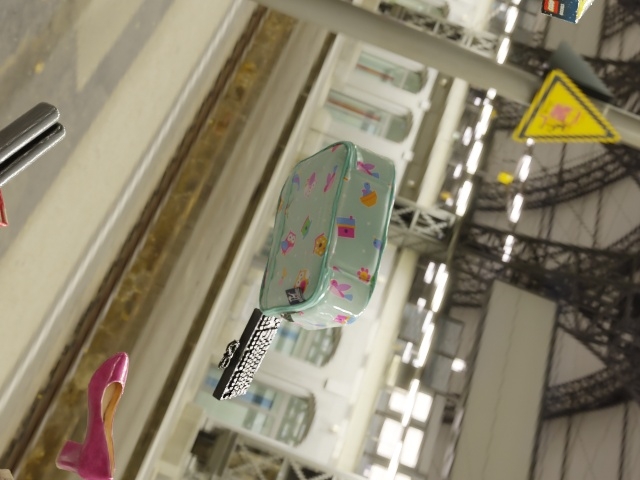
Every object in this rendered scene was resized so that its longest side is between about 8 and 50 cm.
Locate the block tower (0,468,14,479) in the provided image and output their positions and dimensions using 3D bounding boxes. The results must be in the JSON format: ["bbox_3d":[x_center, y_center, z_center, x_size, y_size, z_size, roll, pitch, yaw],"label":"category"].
[{"bbox_3d":[-0.531,0.315,0.997,0.097,0.335,0.091,12,-89,61],"label":"block tower"}]

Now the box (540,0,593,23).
[{"bbox_3d":[0.286,-0.360,0.870,0.159,0.044,0.233,-50,152,-27],"label":"box"}]

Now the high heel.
[{"bbox_3d":[-0.377,0.316,1.571,0.082,0.117,0.244,73,33,-46],"label":"high heel"}]

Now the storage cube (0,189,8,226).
[{"bbox_3d":[-0.508,-0.093,1.033,0.183,0.193,0.215,160,-84,-83],"label":"storage cube"}]

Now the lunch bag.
[{"bbox_3d":[0.000,0.000,1.325,0.224,0.108,0.279,-14,-122,57],"label":"lunch bag"}]

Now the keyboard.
[{"bbox_3d":[-0.124,0.191,1.448,0.108,0.023,0.180,4,118,-51],"label":"keyboard"}]

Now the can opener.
[{"bbox_3d":[-0.495,-0.107,1.347,0.283,0.095,0.076,-48,150,-33],"label":"can opener"}]
